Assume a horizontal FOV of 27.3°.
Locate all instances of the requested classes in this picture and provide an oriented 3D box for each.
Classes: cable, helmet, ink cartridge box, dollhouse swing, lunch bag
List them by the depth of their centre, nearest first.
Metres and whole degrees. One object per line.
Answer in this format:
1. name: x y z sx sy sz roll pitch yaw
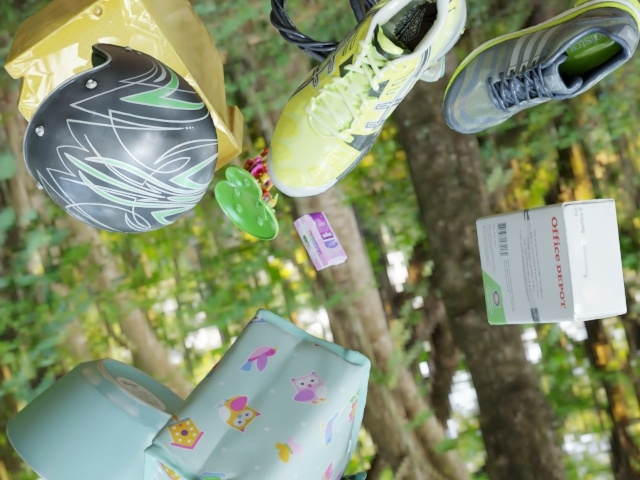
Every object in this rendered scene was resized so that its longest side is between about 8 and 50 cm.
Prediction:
1. helmet: -0.175 -0.085 1.167 0.169 0.169 0.161 -15 -152 2
2. lunch bag: -0.062 0.242 1.297 0.160 0.262 0.223 23 -134 19
3. cable: 0.005 -0.375 2.140 0.151 0.184 0.047 -57 -179 4
4. dollhouse swing: -0.322 -0.280 2.140 0.315 0.347 0.305 -35 -145 -1
5. ink cartridge box: 0.397 0.041 2.288 0.114 0.198 0.273 -5 178 -25

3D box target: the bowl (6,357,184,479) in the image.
1. bowl: -0.304 0.296 2.022 0.163 0.311 0.311 -57 -179 3

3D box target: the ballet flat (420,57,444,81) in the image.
1. ballet flat: 0.161 -0.322 1.962 0.052 0.168 0.057 2 179 -18

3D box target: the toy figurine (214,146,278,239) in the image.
1. toy figurine: -0.076 -0.113 2.151 0.159 0.130 0.173 -49 156 -26

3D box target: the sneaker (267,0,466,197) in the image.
1. sneaker: 0.053 -0.229 1.833 0.385 0.145 0.147 -53 172 -1

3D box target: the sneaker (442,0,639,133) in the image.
1. sneaker: 0.289 -0.227 1.745 0.300 0.111 0.121 -30 -161 25

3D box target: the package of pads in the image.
1. package of pads: 0.000 0.000 1.912 0.032 0.083 0.050 -34 168 34
